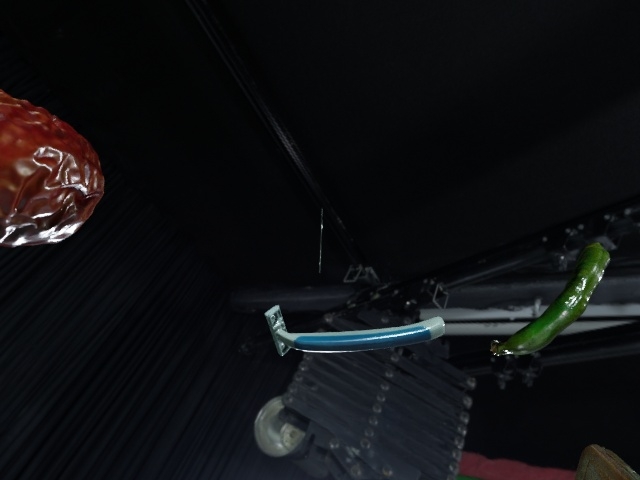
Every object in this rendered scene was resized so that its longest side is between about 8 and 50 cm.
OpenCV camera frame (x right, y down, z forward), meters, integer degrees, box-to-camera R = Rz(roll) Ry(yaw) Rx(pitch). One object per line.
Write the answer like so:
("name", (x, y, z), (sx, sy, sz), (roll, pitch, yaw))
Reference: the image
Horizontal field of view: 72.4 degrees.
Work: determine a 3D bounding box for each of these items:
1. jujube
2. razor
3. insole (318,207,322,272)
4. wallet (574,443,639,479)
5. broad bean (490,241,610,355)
("jujube", (-0.421, -0.097, 0.579), (0.212, 0.213, 0.232), (21, -3, 10))
("razor", (0.037, 0.103, 0.475), (0.191, 0.037, 0.068), (-3, -53, 12))
("insole", (0.000, 0.000, 1.019), (0.002, 0.053, 0.153), (2, -86, -4))
("wallet", (0.359, 0.413, 0.583), (0.031, 0.137, 0.255), (16, -81, -2))
("broad bean", (0.417, 0.103, 0.766), (0.049, 0.292, 0.144), (44, -1, 3))
